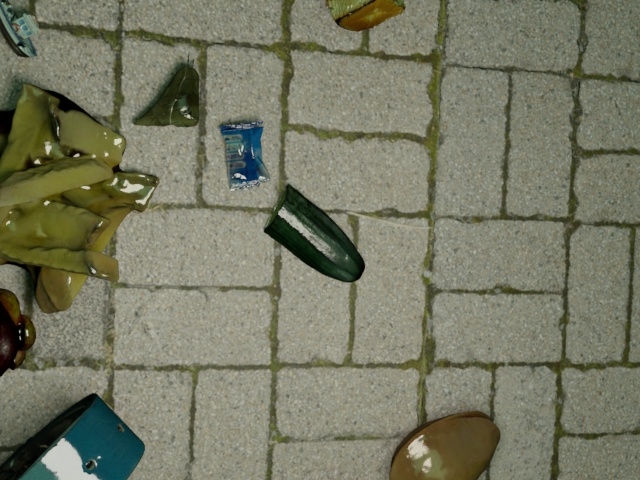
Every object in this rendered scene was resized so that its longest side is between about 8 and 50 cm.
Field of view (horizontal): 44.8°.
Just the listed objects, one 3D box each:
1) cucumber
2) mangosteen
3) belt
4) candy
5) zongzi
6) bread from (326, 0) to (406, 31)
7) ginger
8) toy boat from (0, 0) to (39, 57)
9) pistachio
[{"bbox_3d":[0.000,0.000,1.619,0.244,0.063,0.115,37,86,-14],"label":"cucumber"},{"bbox_3d":[-0.634,0.172,1.419,0.210,0.210,0.209,-1,94,-13],"label":"mangosteen"},{"bbox_3d":[-0.525,0.476,1.408,0.437,0.300,0.173,-38,99,-5],"label":"belt"},{"bbox_3d":[-0.152,-0.172,1.584,0.088,0.038,0.136,-10,105,-9],"label":"candy"},{"bbox_3d":[-0.306,-0.301,1.534,0.131,0.062,0.154,-1,88,-1],"label":"zongzi"},{"bbox_3d":[0.095,-0.480,1.574,0.128,0.140,0.069,0,73,-54],"label":"bread"},{"bbox_3d":[-0.491,-0.097,1.426,0.359,0.211,0.413,-31,99,-11],"label":"ginger"},{"bbox_3d":[-0.569,-0.410,1.458,0.066,0.059,0.140,-22,101,7],"label":"toy boat"},{"bbox_3d":[0.264,0.458,1.660,0.260,0.163,0.212,-41,135,-9],"label":"pistachio"}]
